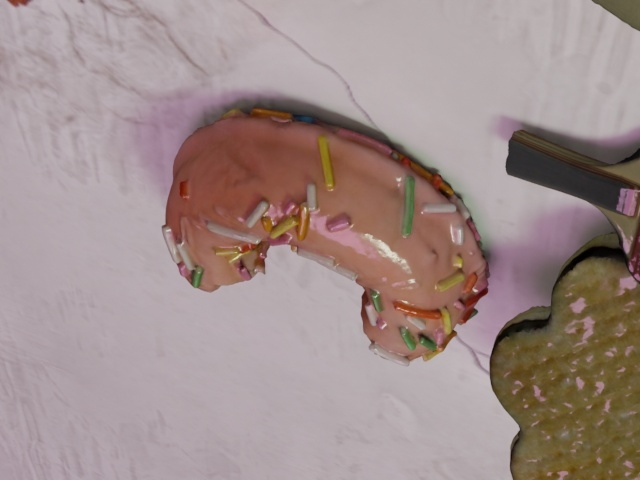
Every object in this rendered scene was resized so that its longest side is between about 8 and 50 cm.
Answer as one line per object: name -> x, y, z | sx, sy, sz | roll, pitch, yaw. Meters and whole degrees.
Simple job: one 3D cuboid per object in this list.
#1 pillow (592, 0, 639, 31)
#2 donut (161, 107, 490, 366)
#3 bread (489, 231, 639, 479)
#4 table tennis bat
pillow -> 0.127, -0.209, 0.862 | 0.185, 0.075, 0.302 | 43, 157, 23
donut -> 0.000, 0.000, 1.332 | 0.233, 0.085, 0.199 | 19, 150, 8
bread -> 0.224, 0.086, 1.263 | 0.286, 0.056, 0.207 | -18, 104, 38
table tennis bat -> 0.211, -0.015, 1.166 | 0.220, 0.019, 0.130 | 22, 128, 21
